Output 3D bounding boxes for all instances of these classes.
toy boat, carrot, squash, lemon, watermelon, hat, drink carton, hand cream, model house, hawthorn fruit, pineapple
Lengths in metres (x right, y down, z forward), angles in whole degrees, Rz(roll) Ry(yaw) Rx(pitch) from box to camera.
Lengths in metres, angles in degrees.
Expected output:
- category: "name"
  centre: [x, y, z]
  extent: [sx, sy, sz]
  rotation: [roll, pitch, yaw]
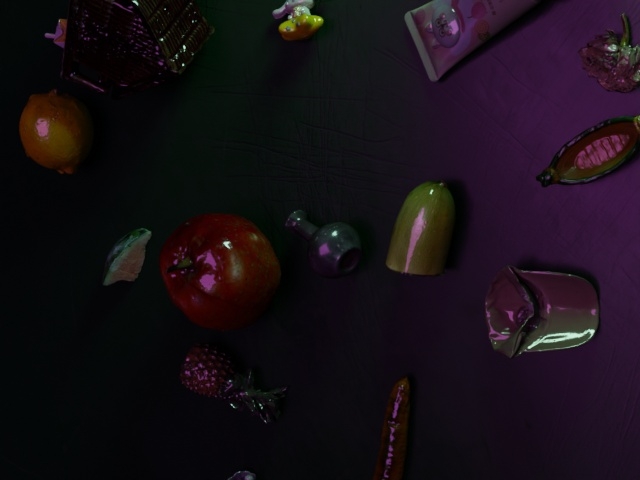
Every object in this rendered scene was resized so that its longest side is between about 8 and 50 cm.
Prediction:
- category: "toy boat"
  centre: [0.479, -0.155, 1.542]
  extent: [0.229, 0.088, 0.089]
  rotation: [-31, 80, 30]
- category: "carrot"
  centre: [0.146, 0.425, 1.837]
  extent: [0.066, 0.066, 0.314]
  rotation: [14, 100, 29]
- category: "squash"
  centre: [0.198, -0.026, 1.710]
  extent: [0.123, 0.123, 0.187]
  rotation: [21, 107, 27]
- category: "lemon"
  centre: [-0.624, -0.256, 2.138]
  extent: [0.173, 0.173, 0.206]
  rotation: [-3, 104, 31]
- category: "watermelon"
  centre: [-0.462, 0.026, 2.154]
  extent: [0.155, 0.080, 0.101]
  rotation: [-60, 32, 25]
- category: "hat"
  centre: [0.405, 0.131, 1.649]
  extent: [0.173, 0.144, 0.166]
  rotation: [2, 90, -13]
- category: "drink carton"
  centre: [-0.571, -0.479, 2.128]
  extent: [0.200, 0.084, 0.075]
  rotation: [29, 113, 20]
- category: "hand cream"
  centre: [0.293, -0.422, 1.630]
  extent: [0.305, 0.093, 0.147]
  rotation: [-28, 81, 39]
- category: "model house"
  centre: [-0.372, -0.478, 1.957]
  extent: [0.282, 0.317, 0.297]
  rotation: [20, 142, 3]
- category: "hawthorn fruit"
  centre: [-0.231, 0.069, 1.871]
  extent: [0.254, 0.300, 0.254]
  rotation: [2, 95, 30]
- category: "pineapple"
  centre: [-0.195, 0.325, 2.006]
  extent: [0.251, 0.125, 0.125]
  rotation: [26, 109, 15]

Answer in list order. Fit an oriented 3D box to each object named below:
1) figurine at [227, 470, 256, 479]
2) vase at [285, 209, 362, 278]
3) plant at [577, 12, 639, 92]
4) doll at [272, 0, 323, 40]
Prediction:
- category: "figurine"
  centre: [-0.174, 0.573, 2.028]
  extent: [0.086, 0.094, 0.082]
  rotation: [61, 165, -23]
- category: "vase"
  centre: [0.000, 0.000, 1.841]
  extent: [0.183, 0.120, 0.120]
  rotation: [35, 113, 37]
- category: "plant"
  centre: [0.506, -0.318, 1.528]
  extent: [0.116, 0.104, 0.122]
  rotation: [33, 80, -15]
- category: "doll"
  centre: [-0.032, -0.466, 1.829]
  extent: [0.135, 0.071, 0.113]
  rotation: [-37, 59, 23]
